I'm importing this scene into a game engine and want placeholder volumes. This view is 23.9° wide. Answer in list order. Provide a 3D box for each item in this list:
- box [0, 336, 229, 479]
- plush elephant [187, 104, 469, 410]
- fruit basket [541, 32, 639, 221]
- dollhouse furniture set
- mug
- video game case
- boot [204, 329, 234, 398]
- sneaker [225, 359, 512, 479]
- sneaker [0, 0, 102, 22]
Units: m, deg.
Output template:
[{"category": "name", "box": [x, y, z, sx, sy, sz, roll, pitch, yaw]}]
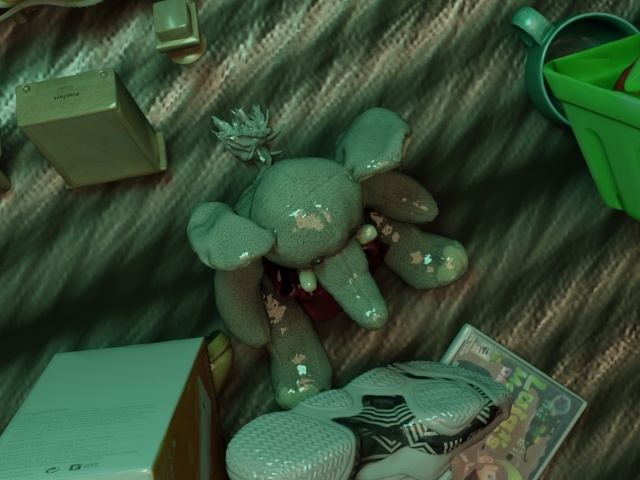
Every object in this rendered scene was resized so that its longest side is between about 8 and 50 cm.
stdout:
[{"category": "box", "box": [-0.196, 0.254, 1.457, 0.168, 0.345, 0.215, -7, 105, 5]}, {"category": "plush elephant", "box": [0.000, 0.000, 1.576, 0.272, 0.255, 0.330, -34, 99, -3]}, {"category": "fruit basket", "box": [0.435, -0.215, 1.507, 0.392, 0.283, 0.392, -7, 109, -22]}, {"category": "dollhouse furniture set", "box": [-0.272, -0.251, 1.626, 0.303, 0.174, 0.355, -11, 68, 6]}, {"category": "mug", "box": [0.287, -0.198, 1.674, 0.129, 0.097, 0.157, -20, 97, -4]}, {"category": "video game case", "box": [0.186, 0.219, 1.742, 0.173, 0.022, 0.190, 33, 91, -10]}, {"category": "boot", "box": [-0.091, 0.262, 1.682, 0.269, 0.089, 0.236, 40, 103, -9]}, {"category": "sneaker", "box": [0.053, 0.265, 1.622, 0.366, 0.137, 0.210, -15, 118, -38]}, {"category": "sneaker", "box": [-0.304, -0.265, 1.498, 0.186, 0.084, 0.069, -10, 68, 6]}]
